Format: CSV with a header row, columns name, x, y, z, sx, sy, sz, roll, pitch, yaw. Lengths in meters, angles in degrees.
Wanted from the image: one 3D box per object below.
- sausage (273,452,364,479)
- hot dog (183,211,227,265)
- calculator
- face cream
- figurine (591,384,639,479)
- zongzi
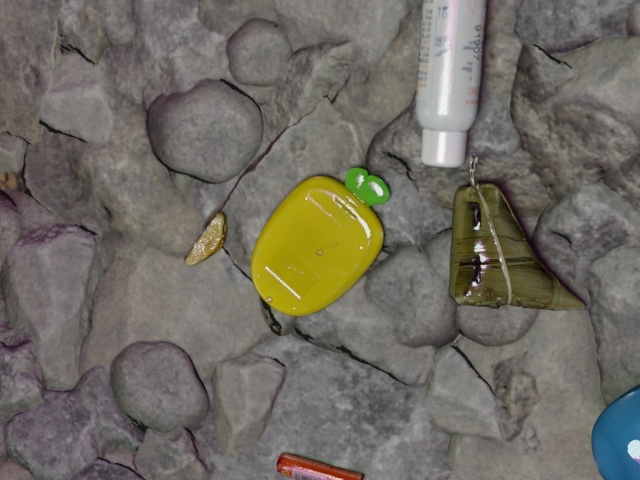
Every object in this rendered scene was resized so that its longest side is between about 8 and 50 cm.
name,x,y,z,sx,sy,sz,roll,pitch,yaw
sausage,-0.005,0.322,1.630,0.130,0.034,0.034,13,103,14
hot dog,-0.152,0.003,1.618,0.034,0.030,0.090,35,107,-1
calculator,0.000,0.000,1.572,0.146,0.032,0.235,41,110,6
face cream,0.161,-0.223,1.462,0.082,0.082,0.269,6,102,15
figurine,0.532,0.201,1.380,0.416,0.243,0.298,-21,103,39
zongzi,0.254,-0.005,1.491,0.178,0.081,0.189,4,87,-6
